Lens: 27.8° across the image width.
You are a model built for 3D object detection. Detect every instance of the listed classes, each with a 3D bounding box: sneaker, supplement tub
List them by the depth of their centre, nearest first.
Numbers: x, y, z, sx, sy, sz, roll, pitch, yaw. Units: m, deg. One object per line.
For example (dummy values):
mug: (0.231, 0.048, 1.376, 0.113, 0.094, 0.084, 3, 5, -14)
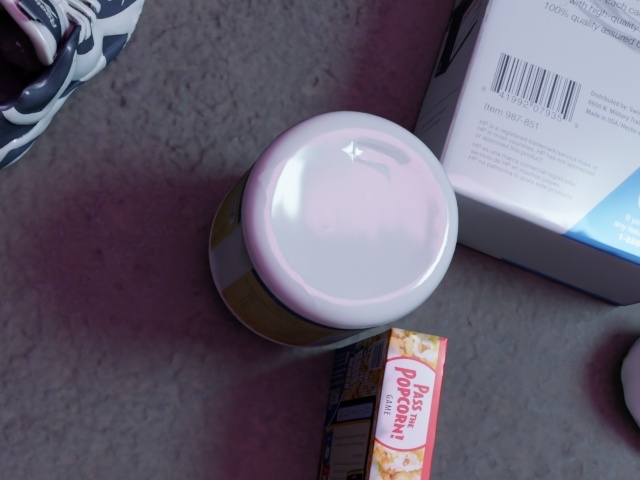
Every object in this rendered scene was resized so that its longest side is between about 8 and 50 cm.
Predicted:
supplement tub: (0.000, 0.000, 0.913, 0.144, 0.200, 0.144, 2, 80, -14)
sneaker: (-0.190, -0.164, 0.920, 0.094, 0.153, 0.235, 41, 73, -6)

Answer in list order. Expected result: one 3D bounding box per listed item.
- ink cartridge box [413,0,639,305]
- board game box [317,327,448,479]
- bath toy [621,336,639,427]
ink cartridge box: (0.213, -0.132, 1.029, 0.223, 0.129, 0.307, 21, 75, -9)
board game box: (0.035, 0.167, 0.919, 0.045, 0.147, 0.193, 12, 78, -12)
bath toy: (0.411, 0.075, 1.043, 0.348, 0.129, 0.151, -13, 83, -15)
